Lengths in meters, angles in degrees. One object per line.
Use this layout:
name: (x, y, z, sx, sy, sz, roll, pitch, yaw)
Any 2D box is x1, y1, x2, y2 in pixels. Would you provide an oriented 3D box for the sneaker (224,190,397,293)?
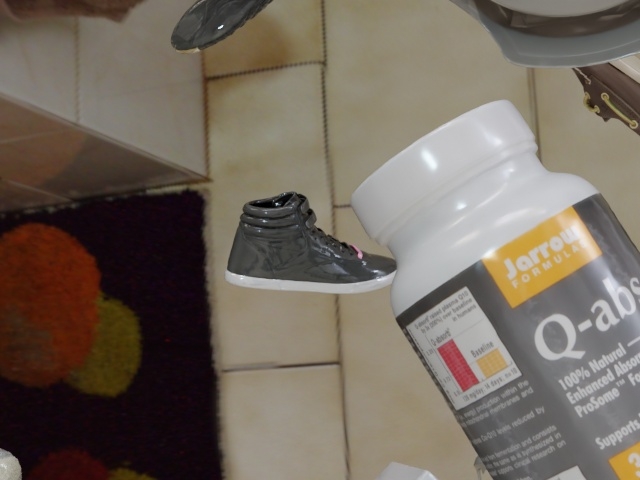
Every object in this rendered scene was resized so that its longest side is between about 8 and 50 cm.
sneaker: (0.000, 0.000, 1.628, 0.295, 0.104, 0.147, 2, 104, -17)

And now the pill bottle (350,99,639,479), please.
pill bottle: (0.146, 0.057, 0.687, 0.162, 0.162, 0.278, -33, 82, 12)

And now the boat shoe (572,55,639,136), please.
boat shoe: (0.426, -0.200, 1.426, 0.324, 0.116, 0.097, 37, 117, 12)

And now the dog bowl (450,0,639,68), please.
dog bowl: (0.223, -0.323, 0.912, 0.348, 0.349, 0.102, -13, 42, 17)

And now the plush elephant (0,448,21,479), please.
plush elephant: (-0.354, 0.368, 0.789, 0.271, 0.255, 0.330, -12, 99, 2)

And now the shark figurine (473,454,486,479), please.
shark figurine: (0.348, 0.406, 1.869, 0.278, 0.166, 0.116, -40, 57, 41)

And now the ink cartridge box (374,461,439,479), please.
ink cartridge box: (0.052, 0.378, 0.880, 0.223, 0.129, 0.307, 45, 76, -1)

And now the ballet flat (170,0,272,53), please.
ballet flat: (-0.089, -0.259, 1.141, 0.173, 0.049, 0.057, -35, 74, 0)
